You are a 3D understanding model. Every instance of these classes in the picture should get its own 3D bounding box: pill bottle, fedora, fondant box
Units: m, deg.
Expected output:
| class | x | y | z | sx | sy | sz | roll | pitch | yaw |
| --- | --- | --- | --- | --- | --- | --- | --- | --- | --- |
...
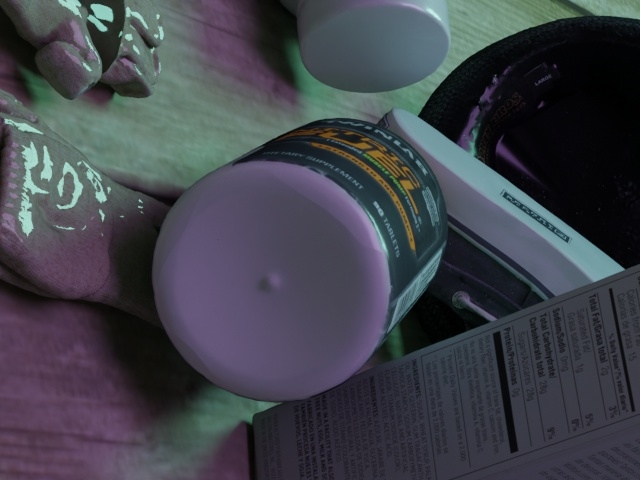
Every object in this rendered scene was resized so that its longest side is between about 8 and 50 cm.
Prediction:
| class | x | y | z | sx | sy | sz | roll | pitch | yaw |
| --- | --- | --- | --- | --- | --- | --- | --- | --- | --- |
| pill bottle | 0.000 | 0.000 | 1.034 | 0.130 | 0.130 | 0.245 | 64 | 16 | -4 |
| pill bottle | 0.028 | -0.231 | 1.254 | 0.136 | 0.136 | 0.246 | 31 | 44 | -46 |
| fedora | 0.208 | 0.007 | 1.318 | 0.152 | 0.334 | 0.334 | 76 | 5 | -66 |
| fondant box | 0.162 | 0.125 | 1.029 | 0.238 | 0.330 | 0.096 | 32 | 44 | -46 |

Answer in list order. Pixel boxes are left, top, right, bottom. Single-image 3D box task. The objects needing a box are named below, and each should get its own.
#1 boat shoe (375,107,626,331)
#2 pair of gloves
| class | x | y | z | sx | sy | sz | roll | pitch | yaw |
| --- | --- | --- | --- | --- | --- | --- | --- | --- | --- |
| boat shoe | 0.133 | 0.043 | 1.174 | 0.301 | 0.102 | 0.108 | 38 | 17 | 5 |
| pair of gloves | -0.147 | -0.079 | 0.961 | 0.204 | 0.042 | 0.240 | 23 | 56 | -58 |
